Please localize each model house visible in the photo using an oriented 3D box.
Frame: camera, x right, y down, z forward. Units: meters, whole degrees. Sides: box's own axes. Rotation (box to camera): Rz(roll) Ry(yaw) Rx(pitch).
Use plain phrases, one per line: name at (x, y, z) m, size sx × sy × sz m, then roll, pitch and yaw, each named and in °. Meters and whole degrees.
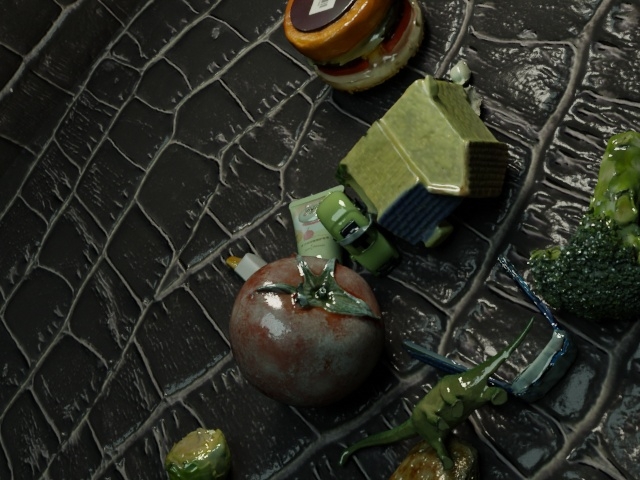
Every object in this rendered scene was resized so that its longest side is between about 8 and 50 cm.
model house at (0.237, -0.149, 1.755) m, size 0.321 × 0.261 × 0.266 m, roll -47°, pitch 67°, yaw 31°

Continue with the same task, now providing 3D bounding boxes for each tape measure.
tape measure at (0.073, -0.033, 1.823) m, size 0.106 × 0.175 × 0.200 m, roll -41°, pitch 44°, yaw 9°

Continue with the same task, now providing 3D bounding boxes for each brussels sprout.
brussels sprout at (-0.258, 0.490, 1.812) m, size 0.149 × 0.122 × 0.151 m, roll -8°, pitch 24°, yaw 29°

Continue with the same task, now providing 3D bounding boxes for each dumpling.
dumpling at (0.320, -0.382, 1.935) m, size 0.059 × 0.043 × 0.077 m, roll -37°, pitch 59°, yaw 39°

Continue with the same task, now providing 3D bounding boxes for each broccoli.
broccoli at (0.527, -0.033, 1.452) m, size 0.361 × 0.221 × 0.252 m, roll -61°, pitch 10°, yaw -10°

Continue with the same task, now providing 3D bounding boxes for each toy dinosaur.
toy dinosaur at (0.214, 0.299, 1.539) m, size 0.447 × 0.087 × 0.301 m, roll -46°, pitch 9°, yaw -3°

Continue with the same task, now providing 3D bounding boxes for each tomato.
tomato at (-0.028, 0.180, 1.675) m, size 0.316 × 0.317 × 0.282 m, roll -111°, pitch 28°, yaw -42°

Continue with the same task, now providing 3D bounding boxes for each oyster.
oyster at (0.298, -0.308, 1.898) m, size 0.166 × 0.053 × 0.108 m, roll 23°, pitch 99°, yaw 39°

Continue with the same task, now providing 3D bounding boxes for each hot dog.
hot dog at (-0.191, 0.069, 2.083) m, size 0.137 × 0.028 × 0.044 m, roll 16°, pitch 49°, yaw 42°

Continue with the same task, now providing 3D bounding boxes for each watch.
watch at (0.312, 0.199, 1.553) m, size 0.276 × 0.068 × 0.274 m, roll -45°, pitch 45°, yaw 10°

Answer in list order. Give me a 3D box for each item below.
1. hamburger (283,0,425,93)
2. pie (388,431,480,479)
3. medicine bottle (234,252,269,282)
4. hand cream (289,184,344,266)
hamburger at (0.087, -0.545, 2.082) m, size 0.330 × 0.250 × 0.330 m, roll -24°, pitch 47°, yaw 28°
pie at (0.201, 0.426, 1.497) m, size 0.193 × 0.079 × 0.163 m, roll -30°, pitch 35°, yaw 20°
medicine bottle at (-0.116, 0.106, 1.932) m, size 0.069 × 0.119 × 0.183 m, roll -53°, pitch 46°, yaw 0°
hand cream at (0.000, 0.000, 1.936) m, size 0.147 × 0.093 × 0.305 m, roll -19°, pitch 45°, yaw 15°
